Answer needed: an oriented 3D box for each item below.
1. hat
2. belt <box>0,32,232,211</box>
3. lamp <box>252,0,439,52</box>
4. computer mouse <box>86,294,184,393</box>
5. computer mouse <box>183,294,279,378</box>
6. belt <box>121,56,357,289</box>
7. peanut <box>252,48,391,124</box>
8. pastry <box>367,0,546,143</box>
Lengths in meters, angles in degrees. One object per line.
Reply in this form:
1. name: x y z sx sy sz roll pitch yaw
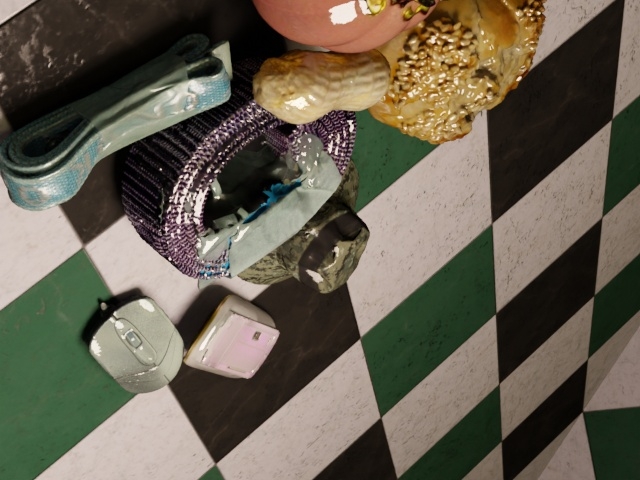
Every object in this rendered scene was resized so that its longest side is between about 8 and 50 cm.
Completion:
1. hat: 0.000 0.000 1.608 0.266 0.128 0.265 -35 150 -24
2. belt: -0.219 -0.135 1.209 0.302 0.087 0.072 -35 143 -23
3. lamp: 0.053 -0.344 1.175 0.305 0.240 0.305 -32 142 -29
4. computer mouse: -0.248 0.153 1.512 0.113 0.068 0.229 -44 149 -12
5. computer mouse: -0.137 0.151 1.653 0.126 0.056 0.245 -57 158 -1
6. belt: -0.098 -0.095 1.383 0.325 0.122 0.260 -35 140 -28
7. peanut: 0.005 -0.186 1.280 0.207 0.087 0.087 -15 136 -44
8. pastry: 0.202 -0.265 1.538 0.311 0.162 0.255 -34 144 -27
